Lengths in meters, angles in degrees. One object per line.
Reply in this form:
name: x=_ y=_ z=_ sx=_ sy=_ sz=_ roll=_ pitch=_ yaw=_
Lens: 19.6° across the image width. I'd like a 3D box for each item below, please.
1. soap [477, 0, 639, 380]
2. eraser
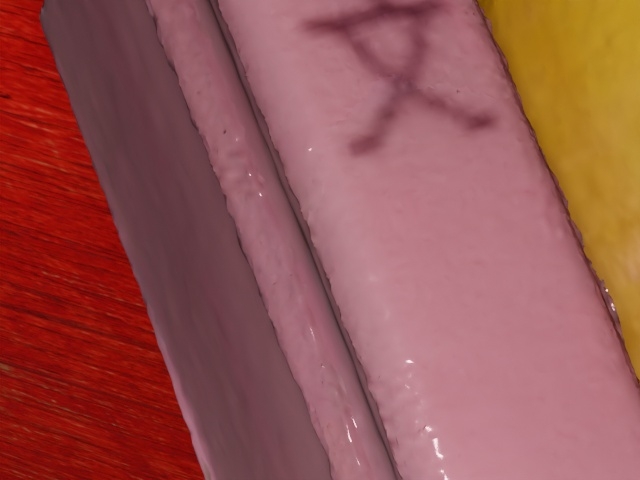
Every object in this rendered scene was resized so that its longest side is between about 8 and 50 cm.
soap: x=0.164 y=-0.035 z=0.721 sx=0.306 sy=0.115 sz=0.427 roll=60 pitch=147 yaw=5
eraser: x=0.000 y=0.000 z=0.791 sx=0.122 sy=0.359 sz=0.272 roll=-16 pitch=168 yaw=-22
